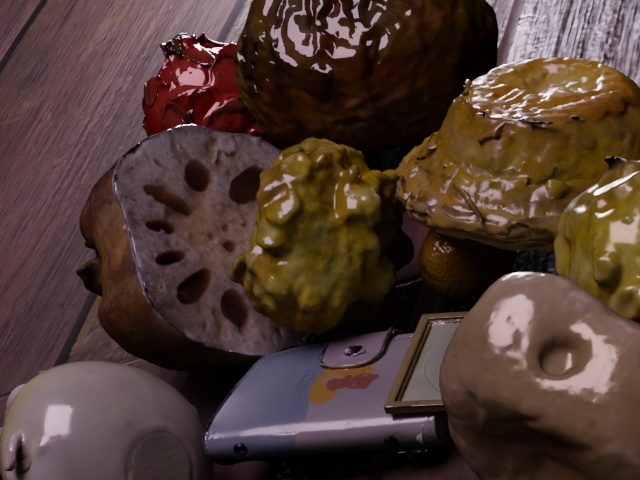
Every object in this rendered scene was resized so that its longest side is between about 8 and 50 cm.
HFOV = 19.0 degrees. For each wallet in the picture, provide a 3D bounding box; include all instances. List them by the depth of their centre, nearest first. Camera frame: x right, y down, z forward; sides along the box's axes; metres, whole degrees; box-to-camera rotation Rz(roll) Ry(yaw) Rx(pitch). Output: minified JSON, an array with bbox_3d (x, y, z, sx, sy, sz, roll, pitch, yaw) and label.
[{"bbox_3d":[0.024,0.143,1.699,0.231,0.069,0.170,-7,28,25],"label":"wallet"}]

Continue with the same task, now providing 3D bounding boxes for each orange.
[{"bbox_3d":[0.138,0.014,1.759,0.095,0.085,0.085,-28,26,-12],"label":"orange"}]

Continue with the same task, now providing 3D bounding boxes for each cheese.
[{"bbox_3d":[0.182,0.128,1.408,0.117,0.218,0.235,-48,9,-30],"label":"cheese"}]

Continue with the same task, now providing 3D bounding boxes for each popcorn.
[{"bbox_3d":[0.294,0.006,1.484,0.233,0.192,0.266,-28,4,18],"label":"popcorn"},{"bbox_3d":[0.005,-0.001,1.772,0.155,0.197,0.197,20,53,19],"label":"popcorn"}]

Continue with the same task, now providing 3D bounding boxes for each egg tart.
[{"bbox_3d":[0.207,-0.090,1.727,0.295,0.116,0.295,-7,24,3],"label":"egg tart"}]

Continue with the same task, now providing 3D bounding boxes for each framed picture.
[{"bbox_3d":[0.165,0.098,1.615,0.201,0.010,0.136,-5,31,23],"label":"framed picture"}]

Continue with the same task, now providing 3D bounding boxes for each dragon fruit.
[{"bbox_3d":[-0.112,-0.134,2.155,0.172,0.209,0.172,-18,-11,-4],"label":"dragon fruit"}]

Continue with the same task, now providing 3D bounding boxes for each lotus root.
[{"bbox_3d":[-0.134,0.022,1.897,0.192,0.272,0.272,-29,25,43],"label":"lotus root"}]

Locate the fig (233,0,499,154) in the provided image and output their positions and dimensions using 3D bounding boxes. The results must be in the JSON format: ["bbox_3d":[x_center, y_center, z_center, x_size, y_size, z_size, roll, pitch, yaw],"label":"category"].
[{"bbox_3d":[0.019,-0.270,2.005,0.286,0.368,0.286,-21,9,4],"label":"fig"}]

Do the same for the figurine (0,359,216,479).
[{"bbox_3d":[-0.275,0.259,1.766,0.394,0.226,0.274,-15,62,44],"label":"figurine"}]
